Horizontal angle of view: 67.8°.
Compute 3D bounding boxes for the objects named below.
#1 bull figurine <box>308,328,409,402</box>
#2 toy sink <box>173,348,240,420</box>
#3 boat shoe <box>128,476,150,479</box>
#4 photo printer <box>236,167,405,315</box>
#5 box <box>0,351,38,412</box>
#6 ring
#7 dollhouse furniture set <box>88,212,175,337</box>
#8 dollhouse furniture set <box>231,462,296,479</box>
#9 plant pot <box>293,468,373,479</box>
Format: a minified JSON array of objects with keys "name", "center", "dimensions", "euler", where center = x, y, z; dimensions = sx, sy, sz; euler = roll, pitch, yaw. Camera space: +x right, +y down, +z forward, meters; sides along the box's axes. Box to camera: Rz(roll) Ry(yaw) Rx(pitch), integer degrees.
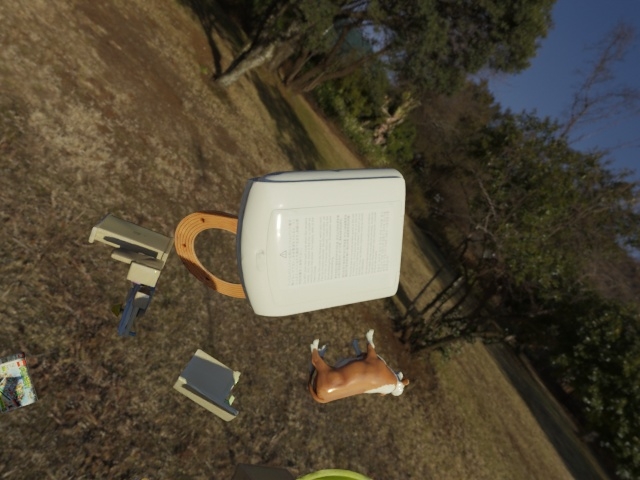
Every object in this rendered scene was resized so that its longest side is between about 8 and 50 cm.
[{"name":"bull figurine","center":[0.104,0.364,1.351],"dimensions":[0.311,0.101,0.188],"euler":[-1,55,-29]},{"name":"toy sink","center":[-0.371,0.503,1.660],"dimensions":[0.234,0.131,0.152],"euler":[34,-35,-4]},{"name":"boat shoe","center":[-0.529,0.767,1.452],"dimensions":[0.063,0.059,0.169],"euler":[-56,141,-43]},{"name":"photo printer","center":[0.000,0.000,0.859],"dimensions":[0.308,0.255,0.107],"euler":[-7,17,-27]},{"name":"box","center":[-1.055,0.487,1.632],"dimensions":[0.114,0.206,0.036],"euler":[-15,34,-31]},{"name":"ring","center":[-0.278,0.043,1.429],"dimensions":[0.336,0.337,0.032],"euler":[45,38,-17]},{"name":"dollhouse furniture set","center":[-0.561,0.125,1.301],"dimensions":[0.198,0.303,0.286],"euler":[22,15,-15]},{"name":"dollhouse furniture set","center":[-0.160,0.809,1.173],"dimensions":[0.362,0.393,0.257],"euler":[24,-7,-29]},{"name":"plant pot","center":[-0.069,0.585,0.785],"dimensions":[0.367,0.353,0.366],"euler":[17,58,-29]}]
